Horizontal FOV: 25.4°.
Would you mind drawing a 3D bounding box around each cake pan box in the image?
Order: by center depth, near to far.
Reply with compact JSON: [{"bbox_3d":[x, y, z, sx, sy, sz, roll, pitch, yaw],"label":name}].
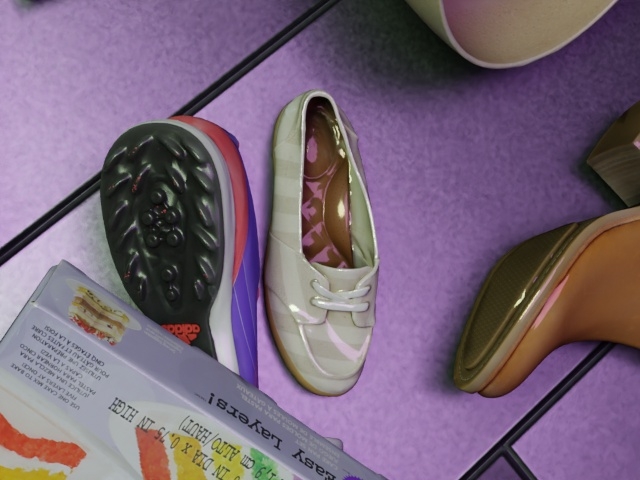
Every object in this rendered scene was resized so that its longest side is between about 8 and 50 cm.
[{"bbox_3d":[-0.119,0.183,0.864,0.267,0.070,0.245,36,111,-9],"label":"cake pan box"}]

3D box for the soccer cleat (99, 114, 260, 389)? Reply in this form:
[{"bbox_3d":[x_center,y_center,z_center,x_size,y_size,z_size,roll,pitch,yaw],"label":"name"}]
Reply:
[{"bbox_3d":[-0.078,0.076,0.942,0.109,0.116,0.318,-1,98,19],"label":"soccer cleat"}]

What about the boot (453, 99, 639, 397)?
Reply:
[{"bbox_3d":[0.246,0.058,1.048,0.220,0.109,0.283,44,66,-11],"label":"boot"}]

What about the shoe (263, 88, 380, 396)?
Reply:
[{"bbox_3d":[0.000,0.000,0.993,0.077,0.058,0.219,-3,83,-17],"label":"shoe"}]

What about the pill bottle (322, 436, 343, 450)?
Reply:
[{"bbox_3d":[-0.019,0.190,0.957,0.065,0.065,0.116,6,80,-16],"label":"pill bottle"}]

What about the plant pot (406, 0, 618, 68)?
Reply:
[{"bbox_3d":[0.120,-0.290,0.986,0.284,0.284,0.191,-38,59,-18],"label":"plant pot"}]
